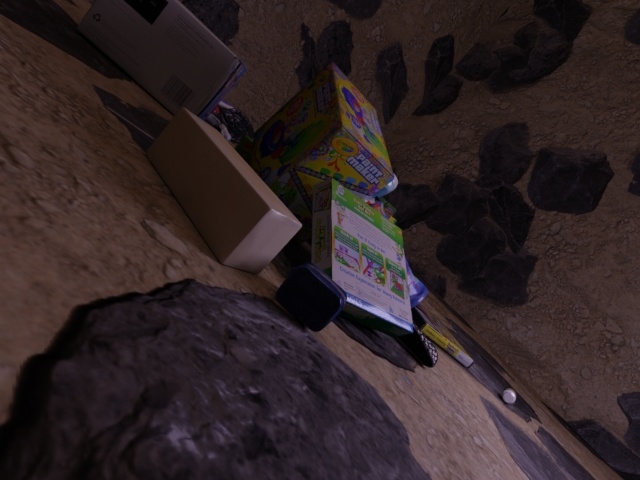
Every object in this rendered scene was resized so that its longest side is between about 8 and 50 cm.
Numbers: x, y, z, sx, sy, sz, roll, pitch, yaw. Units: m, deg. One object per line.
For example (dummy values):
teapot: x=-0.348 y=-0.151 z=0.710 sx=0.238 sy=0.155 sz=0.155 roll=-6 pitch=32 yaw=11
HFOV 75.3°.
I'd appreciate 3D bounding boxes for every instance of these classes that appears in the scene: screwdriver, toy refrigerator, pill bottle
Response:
screwdriver: x=-0.308 y=-0.184 z=0.737 sx=0.170 sy=0.024 sz=0.025 roll=32 pitch=41 yaw=-21
toy refrigerator: x=-0.153 y=-0.080 z=0.638 sx=0.269 sy=0.102 sz=0.094 roll=47 pitch=10 yaw=30
pill bottle: x=0.608 y=0.503 z=1.340 sx=0.043 sy=0.043 sz=0.083 roll=47 pitch=11 yaw=27

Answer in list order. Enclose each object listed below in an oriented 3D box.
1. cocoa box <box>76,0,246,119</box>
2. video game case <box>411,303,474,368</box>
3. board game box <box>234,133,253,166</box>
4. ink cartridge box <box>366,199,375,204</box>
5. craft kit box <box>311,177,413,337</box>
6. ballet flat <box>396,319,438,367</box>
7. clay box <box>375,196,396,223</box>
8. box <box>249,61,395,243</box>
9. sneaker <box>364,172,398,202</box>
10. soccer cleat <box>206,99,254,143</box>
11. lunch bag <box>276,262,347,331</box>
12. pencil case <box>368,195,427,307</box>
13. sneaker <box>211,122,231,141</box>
cocoa box: x=-0.419 y=-0.530 z=1.158 sx=0.347 sy=0.231 sz=0.228 roll=41 pitch=9 yaw=-12
video game case: x=0.360 y=0.274 z=1.378 sx=0.248 sy=0.035 sz=0.275 roll=39 pitch=9 yaw=-22
board game box: x=-0.162 y=-0.194 z=1.140 sx=0.181 sy=0.092 sz=0.043 roll=39 pitch=9 yaw=-20
ink cartridge box: x=0.168 y=-0.180 z=1.598 sx=0.232 sy=0.066 sz=0.189 roll=43 pitch=7 yaw=33
craft kit box: x=0.084 y=0.038 z=0.814 sx=0.250 sy=0.061 sz=0.246 roll=31 pitch=50 yaw=-38
ballet flat: x=0.193 y=0.207 z=0.912 sx=0.173 sy=0.057 sz=0.049 roll=42 pitch=14 yaw=2
clay box: x=0.210 y=-0.062 z=1.687 sx=0.053 sy=0.222 sz=0.127 roll=34 pitch=13 yaw=-45
box: x=-0.009 y=-0.201 z=0.963 sx=0.177 sy=0.279 sz=0.290 roll=36 pitch=33 yaw=-34
sneaker: x=0.073 y=-0.099 z=1.215 sx=0.127 sy=0.208 sz=0.319 roll=39 pitch=-27 yaw=-30
soccer cleat: x=-0.364 y=-0.453 z=1.455 sx=0.318 sy=0.108 sz=0.116 roll=30 pitch=12 yaw=-45
lunch bag: x=-0.014 y=0.078 z=0.606 sx=0.098 sy=0.067 sz=0.065 roll=43 pitch=9 yaw=9
pencil case: x=0.173 y=0.041 z=1.122 sx=0.133 sy=0.119 sz=0.306 roll=-27 pitch=89 yaw=-58
sneaker: x=-0.339 y=-0.371 z=1.372 sx=0.098 sy=0.038 sz=0.069 roll=48 pitch=10 yaw=33
